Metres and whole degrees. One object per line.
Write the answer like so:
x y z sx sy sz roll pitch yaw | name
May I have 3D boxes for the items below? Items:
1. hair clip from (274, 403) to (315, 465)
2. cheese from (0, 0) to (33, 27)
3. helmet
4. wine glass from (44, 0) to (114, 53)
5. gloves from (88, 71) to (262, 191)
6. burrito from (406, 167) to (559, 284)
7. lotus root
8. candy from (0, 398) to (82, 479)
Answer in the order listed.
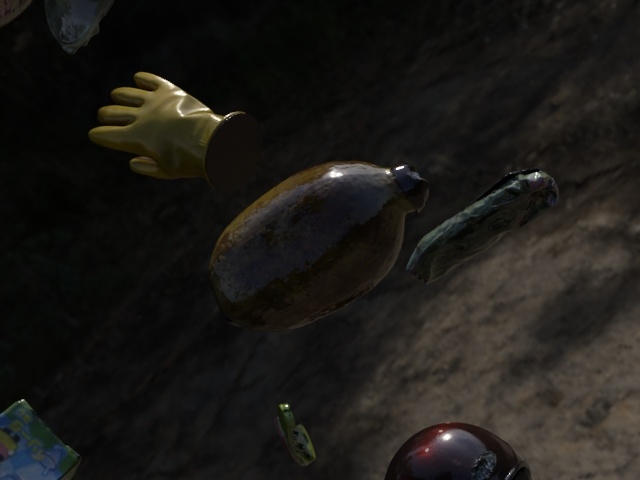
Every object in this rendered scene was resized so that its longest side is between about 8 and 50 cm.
-0.036 0.255 1.610 0.033 0.188 0.060 -22 65 -1 | hair clip
-0.281 -0.208 0.974 0.286 0.082 0.163 -59 -10 18 | cheese
0.185 0.351 1.704 0.189 0.193 0.216 -50 9 -38 | helmet
-0.306 -0.237 1.075 0.156 0.232 0.156 -2 87 49 | wine glass
-0.234 -0.171 1.868 0.294 0.116 0.133 21 66 35 | gloves
0.252 -0.021 2.003 0.309 0.096 0.066 -37 43 32 | burrito
0.000 0.000 1.268 0.260 0.128 0.145 -33 59 18 | lotus root
-0.352 0.263 1.275 0.194 0.097 0.062 -41 -9 -37 | candy
